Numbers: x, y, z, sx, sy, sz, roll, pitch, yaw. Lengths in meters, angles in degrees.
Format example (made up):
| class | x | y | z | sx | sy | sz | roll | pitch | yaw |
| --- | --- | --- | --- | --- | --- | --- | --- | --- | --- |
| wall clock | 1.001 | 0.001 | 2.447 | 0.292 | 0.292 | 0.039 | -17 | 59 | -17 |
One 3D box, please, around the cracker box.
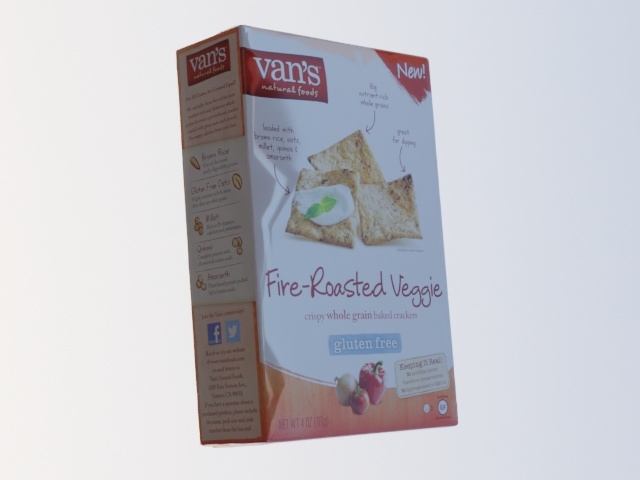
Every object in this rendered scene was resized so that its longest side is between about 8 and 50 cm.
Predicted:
| class | x | y | z | sx | sy | sz | roll | pitch | yaw |
| --- | --- | --- | --- | --- | --- | --- | --- | --- | --- |
| cracker box | 0.000 | 0.000 | 0.799 | 0.067 | 0.155 | 0.232 | -12 | -100 | 47 |
